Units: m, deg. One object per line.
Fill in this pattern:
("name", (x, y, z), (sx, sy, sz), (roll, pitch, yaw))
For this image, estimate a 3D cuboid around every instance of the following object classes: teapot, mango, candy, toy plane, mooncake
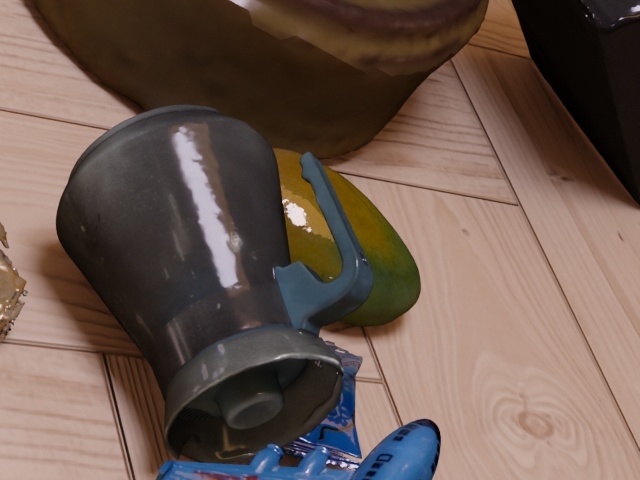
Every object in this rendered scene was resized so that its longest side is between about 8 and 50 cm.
("teapot", (-0.070, 0.024, 1.181), (0.171, 0.203, 0.225), (28, 31, -55))
("mango", (0.000, 0.000, 1.359), (0.194, 0.092, 0.130), (32, 32, -20))
("candy", (-0.009, 0.116, 1.258), (0.088, 0.038, 0.136), (13, 37, -8))
("toy plane", (0.014, 0.208, 1.109), (0.254, 0.105, 0.271), (39, 35, 4))
("mooncake", (-0.047, -0.272, 1.509), (0.393, 0.246, 0.394), (49, 41, 9))

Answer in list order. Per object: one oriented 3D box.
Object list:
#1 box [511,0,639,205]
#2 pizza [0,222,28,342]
("box", (0.321, -0.245, 1.648), (0.251, 0.204, 0.345), (58, 0, 31))
("pizza", (-0.267, 0.007, 1.151), (0.147, 0.069, 0.226), (29, 36, -5))
